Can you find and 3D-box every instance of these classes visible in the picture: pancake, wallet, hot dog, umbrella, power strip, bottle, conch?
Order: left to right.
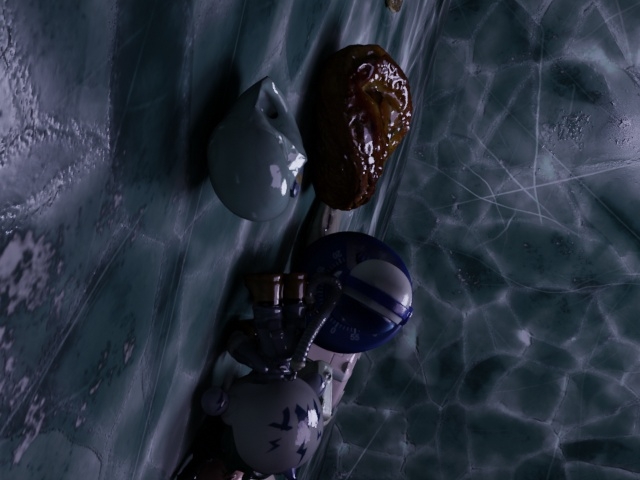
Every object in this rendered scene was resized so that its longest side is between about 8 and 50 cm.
[{"bbox_3d":[-0.202,0.365,1.559,0.248,0.071,0.070,-50,156,-49],"label":"umbrella"},{"bbox_3d":[-0.179,0.477,1.628,0.236,0.148,0.147,64,44,-65],"label":"bottle"},{"bbox_3d":[-0.085,-0.125,1.138,0.221,0.121,0.184,-68,168,-66],"label":"conch"},{"bbox_3d":[-0.072,0.321,1.709,0.270,0.046,0.117,-24,-128,42],"label":"power strip"},{"bbox_3d":[0.003,0.002,2.034,0.274,0.068,0.335,100,5,-54],"label":"wallet"},{"bbox_3d":[0.078,-0.223,1.711,0.387,0.174,0.266,92,20,-59],"label":"hot dog"},{"bbox_3d":[0.191,-0.634,2.063,0.158,0.028,0.158,15,90,-78],"label":"pancake"}]

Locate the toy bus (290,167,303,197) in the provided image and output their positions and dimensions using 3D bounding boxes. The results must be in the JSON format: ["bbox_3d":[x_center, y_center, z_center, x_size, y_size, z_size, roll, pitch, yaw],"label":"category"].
[{"bbox_3d":[-0.071,-0.116,1.403,0.190,0.064,0.075,27,75,-80],"label":"toy bus"}]

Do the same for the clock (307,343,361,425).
[{"bbox_3d":[0.018,0.338,2.374,0.342,0.184,0.325,-57,166,-42],"label":"clock"}]

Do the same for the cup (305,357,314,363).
[{"bbox_3d":[-0.092,0.373,1.936,0.223,0.169,0.176,-17,141,-35],"label":"cup"}]

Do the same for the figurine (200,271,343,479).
[{"bbox_3d":[-0.093,0.248,1.508,0.186,0.261,0.381,177,-88,-65],"label":"figurine"}]

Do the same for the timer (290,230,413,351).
[{"bbox_3d":[0.081,0.108,1.689,0.383,0.271,0.270,162,-54,-83],"label":"timer"}]
